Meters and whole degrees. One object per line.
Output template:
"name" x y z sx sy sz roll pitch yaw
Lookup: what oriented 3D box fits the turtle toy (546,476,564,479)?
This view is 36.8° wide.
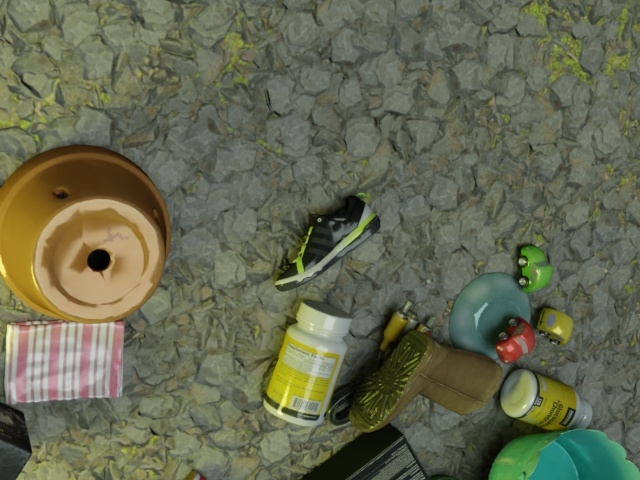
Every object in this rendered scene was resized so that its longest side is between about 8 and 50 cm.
"turtle toy" 0.480 0.541 2.075 0.095 0.066 0.130 -37 113 -28

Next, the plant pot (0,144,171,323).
"plant pot" -0.366 0.008 1.514 0.291 0.203 0.290 -6 106 -20

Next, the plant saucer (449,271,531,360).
"plant saucer" 0.354 0.162 1.942 0.195 0.037 0.194 -6 106 -22

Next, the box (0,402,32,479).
"box" -0.558 0.313 1.537 0.156 0.158 0.093 33 90 -26

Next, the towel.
"towel" -0.433 0.205 1.633 0.197 0.029 0.144 0 103 -22

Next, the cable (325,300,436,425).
"cable" 0.123 0.247 1.875 0.287 0.072 0.139 -48 133 9

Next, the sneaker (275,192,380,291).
"sneaker" 0.000 0.000 1.746 0.235 0.084 0.097 -37 90 -11

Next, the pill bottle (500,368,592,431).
"pill bottle" 0.473 0.339 2.000 0.184 0.103 0.103 22 94 -25

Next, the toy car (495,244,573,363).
"toy car" 0.437 0.120 1.928 0.239 0.053 0.224 -8 96 -42

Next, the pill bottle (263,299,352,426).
"pill bottle" -0.019 0.222 1.758 0.119 0.119 0.208 16 97 -25

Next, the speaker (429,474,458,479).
"speaker" 0.297 0.574 1.880 0.131 0.296 0.131 -6 106 -21

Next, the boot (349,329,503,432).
"boot" 0.212 0.300 1.862 0.236 0.089 0.270 -50 137 11

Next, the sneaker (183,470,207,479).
"sneaker" -0.245 0.491 1.777 0.067 0.042 0.118 41 84 -22

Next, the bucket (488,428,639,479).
"bucket" 0.485 0.514 1.939 0.281 0.183 0.281 5 78 -22

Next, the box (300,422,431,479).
"box" 0.080 0.505 1.882 0.261 0.103 0.184 -34 112 -12
